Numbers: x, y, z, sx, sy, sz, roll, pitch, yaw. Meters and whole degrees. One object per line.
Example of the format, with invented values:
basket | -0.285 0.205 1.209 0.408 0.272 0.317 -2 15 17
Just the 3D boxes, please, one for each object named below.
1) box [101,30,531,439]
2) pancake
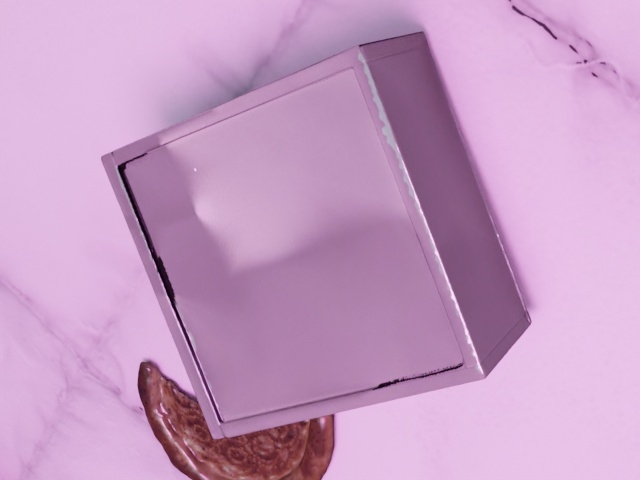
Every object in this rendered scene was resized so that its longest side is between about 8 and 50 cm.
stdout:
box | 0.000 0.000 0.764 0.225 0.117 0.225 -18 95 31
pancake | -0.071 0.153 0.919 0.190 0.020 0.184 -41 85 32
